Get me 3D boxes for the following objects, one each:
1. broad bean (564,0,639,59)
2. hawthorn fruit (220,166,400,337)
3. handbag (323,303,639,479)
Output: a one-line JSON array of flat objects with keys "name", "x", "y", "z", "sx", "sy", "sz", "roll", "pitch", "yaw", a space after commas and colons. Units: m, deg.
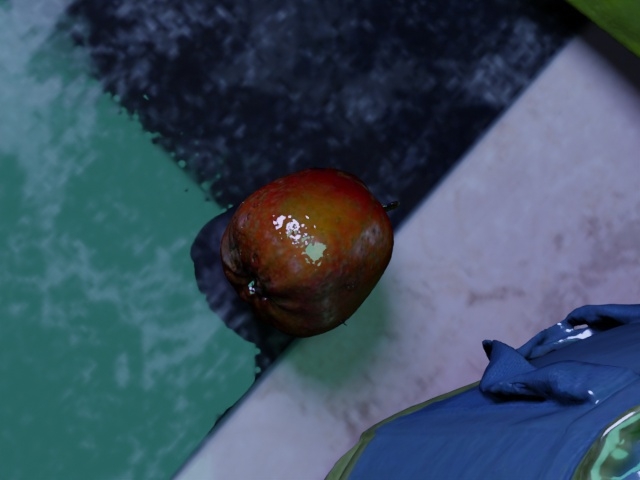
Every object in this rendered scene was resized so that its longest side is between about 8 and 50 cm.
[{"name": "broad bean", "x": 0.171, "y": -0.103, "z": 0.591, "sx": 0.325, "sy": 0.067, "sz": 0.075, "roll": 32, "pitch": 68, "yaw": 7}, {"name": "hawthorn fruit", "x": -0.005, "y": 0.002, "z": 0.539, "sx": 0.077, "sy": 0.077, "sz": 0.077, "roll": 2, "pitch": 82, "yaw": -18}, {"name": "handbag", "x": 0.157, "y": 0.130, "z": 0.482, "sx": 0.263, "sy": 0.241, "sz": 0.222, "roll": -15, "pitch": 87, "yaw": -20}]
